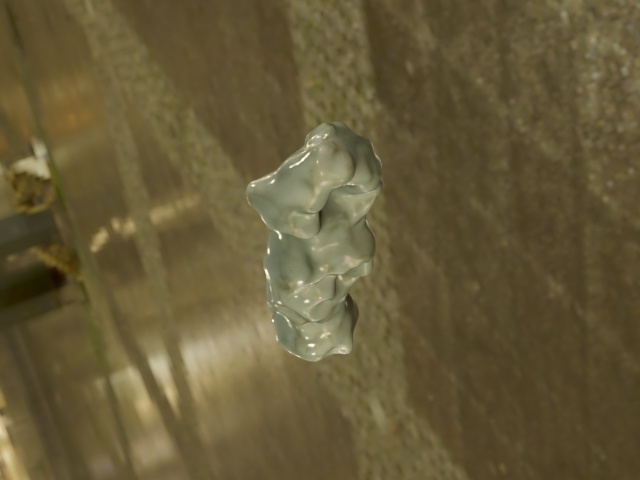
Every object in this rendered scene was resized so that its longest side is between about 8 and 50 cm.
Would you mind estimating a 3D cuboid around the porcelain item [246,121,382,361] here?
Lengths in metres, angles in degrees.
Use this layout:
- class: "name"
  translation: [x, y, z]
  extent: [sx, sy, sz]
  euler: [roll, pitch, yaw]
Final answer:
- class: "porcelain item"
  translation: [0.000, 0.000, 0.420]
  extent: [0.028, 0.036, 0.083]
  euler: [47, 155, 30]
